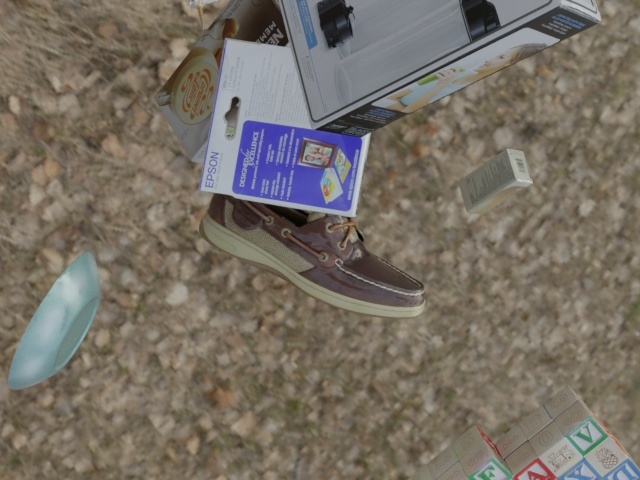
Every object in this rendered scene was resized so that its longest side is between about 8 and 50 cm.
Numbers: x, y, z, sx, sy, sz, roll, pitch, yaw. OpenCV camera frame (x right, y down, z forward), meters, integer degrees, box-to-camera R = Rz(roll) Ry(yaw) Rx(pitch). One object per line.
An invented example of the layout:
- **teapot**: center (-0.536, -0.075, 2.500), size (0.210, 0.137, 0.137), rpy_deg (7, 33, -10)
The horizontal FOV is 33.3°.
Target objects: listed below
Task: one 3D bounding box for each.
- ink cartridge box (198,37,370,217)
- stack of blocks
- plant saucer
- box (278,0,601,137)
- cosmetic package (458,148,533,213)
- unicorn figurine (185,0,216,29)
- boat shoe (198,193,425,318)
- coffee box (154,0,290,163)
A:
- **ink cartridge box**: center (-0.038, -0.146, 1.382), size (0.045, 0.208, 0.206), rpy_deg (28, 72, -82)
- **stack of blocks**: center (0.247, 0.327, 1.403), size (0.297, 0.087, 0.171), rpy_deg (-40, 110, 8)
- **plant saucer**: center (-0.318, 0.108, 1.330), size (0.195, 0.037, 0.195), rpy_deg (-62, 178, -4)
- **box**: center (0.105, -0.232, 1.039), size (0.290, 0.169, 0.087), rpy_deg (-21, 166, 35)
- **cosmetic package**: center (0.278, -0.093, 1.706), size (0.041, 0.060, 0.115), rpy_deg (5, 153, -38)
- **unicorn figurine**: center (-0.133, -0.359, 1.331), size (0.111, 0.060, 0.162), rpy_deg (-26, 114, -22)
- **boat shoe**: center (0.000, 0.000, 1.506), size (0.123, 0.342, 0.123), rpy_deg (-68, 170, 19)
- **coffee box**: center (-0.113, -0.240, 1.549), size (0.246, 0.141, 0.098), rpy_deg (-46, 149, 24)
